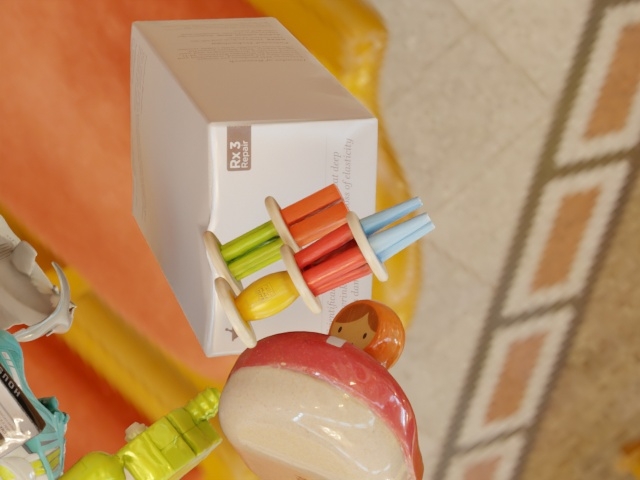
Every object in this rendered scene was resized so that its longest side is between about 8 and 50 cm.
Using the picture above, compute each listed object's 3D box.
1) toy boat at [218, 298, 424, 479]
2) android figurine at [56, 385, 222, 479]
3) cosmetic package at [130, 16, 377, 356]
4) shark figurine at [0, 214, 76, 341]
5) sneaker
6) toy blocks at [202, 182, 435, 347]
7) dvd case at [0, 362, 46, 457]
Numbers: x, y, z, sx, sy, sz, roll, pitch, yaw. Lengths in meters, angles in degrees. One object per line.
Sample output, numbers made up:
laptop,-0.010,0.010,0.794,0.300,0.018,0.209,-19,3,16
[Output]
toy boat,0.017,0.114,1.448,0.231,0.151,0.151,74,37,-71
android figurine,-0.184,0.214,1.557,0.273,0.056,0.248,-40,175,-5
cosmetic package,-0.072,-0.064,1.770,0.156,0.385,0.217,-4,112,-16
shark figurine,-0.334,0.076,2.119,0.116,0.278,0.166,-38,126,-10
sneaker,-0.264,0.201,1.768,0.110,0.107,0.275,-54,138,-36
toy blocks,0.000,0.000,1.298,0.148,0.123,0.054,-27,119,4
dvd case,-0.384,0.152,1.657,0.239,0.179,0.029,-33,-169,14
